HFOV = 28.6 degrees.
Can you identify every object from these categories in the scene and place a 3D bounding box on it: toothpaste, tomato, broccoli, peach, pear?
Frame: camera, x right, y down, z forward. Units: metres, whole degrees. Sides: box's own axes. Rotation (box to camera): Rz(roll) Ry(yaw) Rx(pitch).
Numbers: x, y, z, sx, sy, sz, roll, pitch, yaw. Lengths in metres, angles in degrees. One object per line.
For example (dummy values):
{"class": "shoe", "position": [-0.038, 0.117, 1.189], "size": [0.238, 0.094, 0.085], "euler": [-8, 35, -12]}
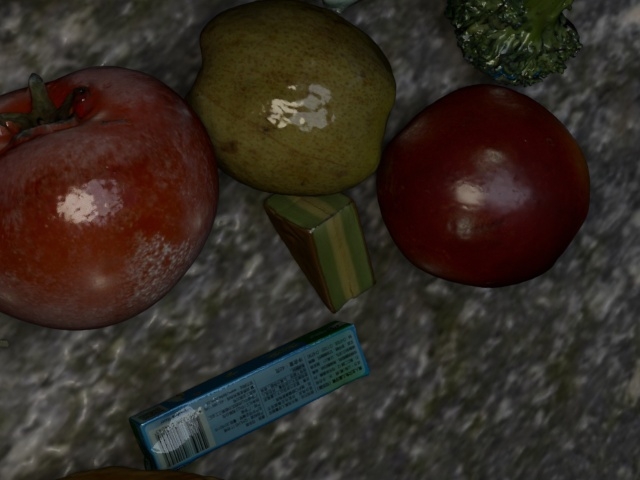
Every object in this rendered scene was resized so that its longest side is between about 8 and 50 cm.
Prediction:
{"class": "toothpaste", "position": [-0.075, 0.169, 1.366], "size": [0.267, 0.050, 0.065], "euler": [-24, 100, -22]}
{"class": "tomato", "position": [-0.223, -0.035, 1.181], "size": [0.270, 0.270, 0.227], "euler": [-32, 125, -21]}
{"class": "broccoli", "position": [0.233, -0.256, 1.442], "size": [0.167, 0.160, 0.154], "euler": [48, 45, -7]}
{"class": "peach", "position": [0.180, -0.064, 1.398], "size": [0.244, 0.199, 0.243], "euler": [4, 80, -21]}
{"class": "pear", "position": [-0.037, -0.151, 1.290], "size": [0.211, 0.228, 0.188], "euler": [22, 119, -19]}

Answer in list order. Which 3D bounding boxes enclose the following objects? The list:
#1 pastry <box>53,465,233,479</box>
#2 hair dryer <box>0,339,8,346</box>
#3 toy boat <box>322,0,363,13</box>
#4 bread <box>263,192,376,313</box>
{"class": "pastry", "position": [-0.182, 0.389, 1.145], "size": [0.389, 0.388, 0.312], "euler": [-15, 105, -24]}
{"class": "hair dryer", "position": [-0.405, 0.133, 1.213], "size": [0.219, 0.071, 0.124], "euler": [-16, 100, -32]}
{"class": "toy boat", "position": [0.030, -0.349, 1.338], "size": [0.155, 0.085, 0.227], "euler": [30, 55, 11]}
{"class": "bread", "position": [0.001, 0.004, 1.418], "size": [0.074, 0.084, 0.139], "euler": [-38, 137, -20]}
